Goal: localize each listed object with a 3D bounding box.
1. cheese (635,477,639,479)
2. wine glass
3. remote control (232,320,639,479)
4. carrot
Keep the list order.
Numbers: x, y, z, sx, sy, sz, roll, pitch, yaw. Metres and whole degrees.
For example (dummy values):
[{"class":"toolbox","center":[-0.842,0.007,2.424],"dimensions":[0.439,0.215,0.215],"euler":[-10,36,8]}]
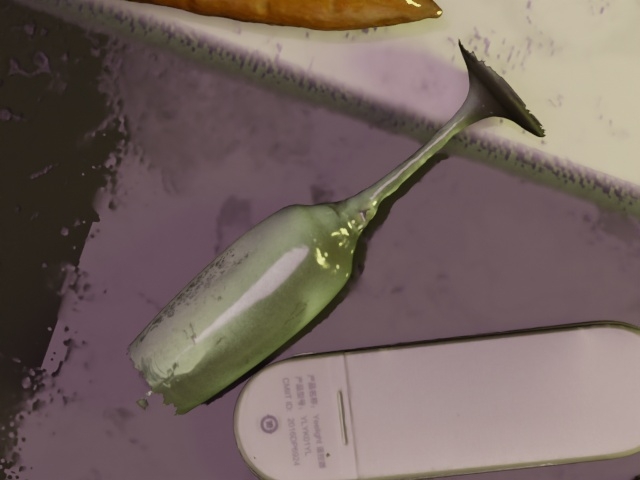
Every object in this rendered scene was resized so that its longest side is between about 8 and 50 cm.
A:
[{"class":"cheese","center":[0.226,0.247,0.982],"dimensions":[0.177,0.203,0.128],"euler":[40,90,-24]},{"class":"wine glass","center":[0.000,0.000,1.033],"dimensions":[0.262,0.074,0.074],"euler":[-40,84,6]},{"class":"remote control","center":[0.072,0.091,1.044],"dimensions":[0.245,0.022,0.077],"euler":[-7,86,8]},{"class":"carrot","center":[-0.032,-0.150,1.040],"dimensions":[0.205,0.072,0.072],"euler":[13,91,6]}]
